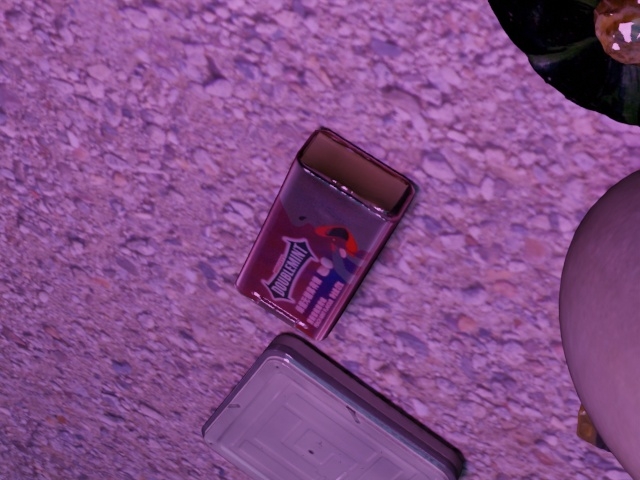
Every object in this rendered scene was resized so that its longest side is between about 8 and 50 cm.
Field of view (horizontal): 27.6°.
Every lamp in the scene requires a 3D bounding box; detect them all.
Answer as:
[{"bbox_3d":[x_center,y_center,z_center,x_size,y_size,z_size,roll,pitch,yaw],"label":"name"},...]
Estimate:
[{"bbox_3d":[0.007,0.250,1.561,0.269,0.047,0.266,35,140,-1],"label":"lamp"}]

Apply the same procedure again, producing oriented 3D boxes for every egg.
[{"bbox_3d":[0.316,0.081,0.963,0.258,0.258,0.352,90,159,-46],"label":"egg"}]

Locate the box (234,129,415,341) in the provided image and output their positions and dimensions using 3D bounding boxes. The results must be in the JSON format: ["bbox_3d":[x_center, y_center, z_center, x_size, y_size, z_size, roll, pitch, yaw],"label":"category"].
[{"bbox_3d":[0.000,0.000,1.295,0.120,0.069,0.224,32,140,4],"label":"box"}]

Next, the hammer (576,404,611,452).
[{"bbox_3d":[0.363,0.211,1.277,0.226,0.041,0.159,18,136,19],"label":"hammer"}]

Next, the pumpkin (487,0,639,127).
[{"bbox_3d":[0.240,-0.192,0.802,0.315,0.238,0.315,21,144,16],"label":"pumpkin"}]
